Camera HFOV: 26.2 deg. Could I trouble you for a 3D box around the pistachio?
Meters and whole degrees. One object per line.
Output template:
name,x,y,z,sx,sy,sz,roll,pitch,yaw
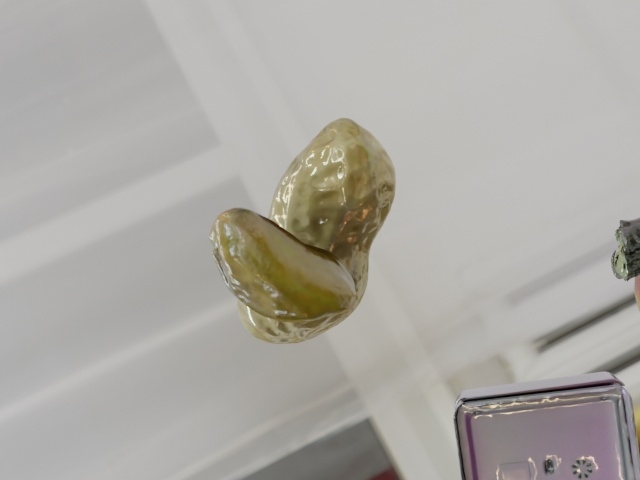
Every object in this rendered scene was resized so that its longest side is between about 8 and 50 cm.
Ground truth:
pistachio,-0.045,0.041,1.507,0.189,0.100,0.110,34,-163,-25

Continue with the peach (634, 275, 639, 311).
peach,0.612,0.072,2.175,0.231,0.231,0.231,59,166,24

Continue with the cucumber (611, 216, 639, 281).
cucumber,0.436,-0.024,1.570,0.067,0.245,0.067,160,90,-74

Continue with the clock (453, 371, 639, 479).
clock,0.189,0.210,1.111,0.073,0.144,0.193,-25,-73,-83

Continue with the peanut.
peanut,0.000,0.000,1.647,0.152,0.152,0.313,52,128,44
